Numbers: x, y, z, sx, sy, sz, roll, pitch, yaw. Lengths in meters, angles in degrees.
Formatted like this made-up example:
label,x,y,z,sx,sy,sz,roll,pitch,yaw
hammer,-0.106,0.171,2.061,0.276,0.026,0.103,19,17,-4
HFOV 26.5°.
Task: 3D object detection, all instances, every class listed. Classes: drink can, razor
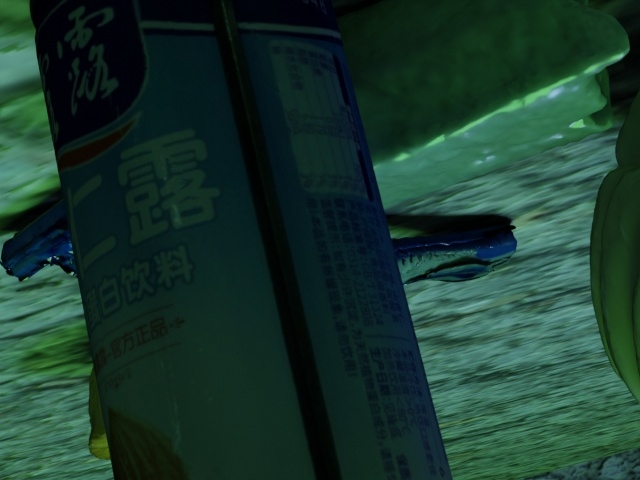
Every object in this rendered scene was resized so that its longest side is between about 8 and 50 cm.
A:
label,x,y,z,sx,sy,sz,roll,pitch,yaw
drink can,-0.019,0.030,0.391,0.097,0.235,0.097,-13,164,-4
razor,0.003,0.012,0.683,0.324,0.056,0.093,3,155,-47

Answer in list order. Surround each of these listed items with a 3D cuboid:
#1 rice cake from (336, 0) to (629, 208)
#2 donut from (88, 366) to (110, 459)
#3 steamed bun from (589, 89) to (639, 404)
label,x,y,z,sx,sy,sz,roll,pitch,yaw
rice cake,0.010,-0.044,0.480,0.207,0.069,0.063,-23,160,22
donut,-0.058,0.089,0.865,0.190,0.074,0.174,-2,162,-23
steamed bun,0.216,0.021,0.510,0.203,0.289,0.276,-44,132,-17
